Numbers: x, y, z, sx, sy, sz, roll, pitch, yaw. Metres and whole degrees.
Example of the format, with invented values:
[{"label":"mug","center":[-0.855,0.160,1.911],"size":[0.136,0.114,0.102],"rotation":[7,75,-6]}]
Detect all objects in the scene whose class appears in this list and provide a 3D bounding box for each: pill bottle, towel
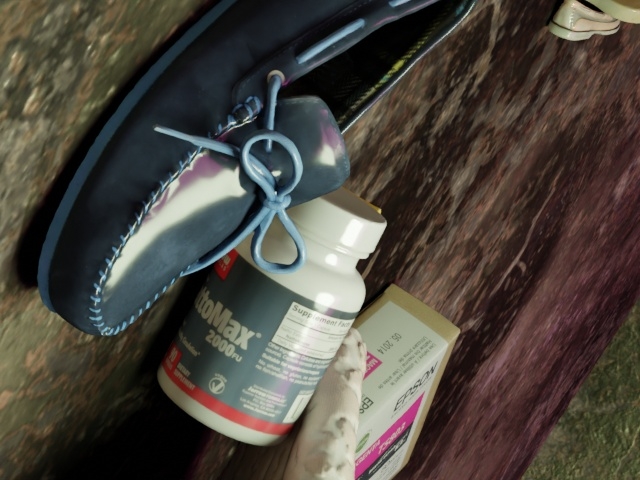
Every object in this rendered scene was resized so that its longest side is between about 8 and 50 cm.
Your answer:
[{"label":"pill bottle","center":[-0.031,0.045,1.283],"size":[0.180,0.108,0.108],"rotation":[-61,162,11]},{"label":"towel","center":[-0.060,0.266,1.331],"size":[0.317,0.053,0.332],"rotation":[-57,-166,32]}]

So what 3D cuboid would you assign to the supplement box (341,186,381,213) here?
[{"label":"supplement box","center":[0.000,0.000,1.376],"size":[0.083,0.055,0.043],"rotation":[-47,158,-32]}]

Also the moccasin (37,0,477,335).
[{"label":"moccasin","center":[-0.028,-0.075,1.068],"size":[0.342,0.117,0.138],"rotation":[-52,162,-16]}]

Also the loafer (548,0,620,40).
[{"label":"loafer","center":[0.258,-0.218,1.712],"size":[0.125,0.045,0.039],"rotation":[-24,136,-55]}]

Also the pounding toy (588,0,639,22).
[{"label":"pounding toy","center":[0.316,-0.303,1.578],"size":[0.269,0.154,0.155],"rotation":[-15,138,-37]}]

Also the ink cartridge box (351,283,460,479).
[{"label":"ink cartridge box","center":[0.016,0.180,1.671],"size":[0.234,0.088,0.193],"rotation":[-38,155,-44]}]
